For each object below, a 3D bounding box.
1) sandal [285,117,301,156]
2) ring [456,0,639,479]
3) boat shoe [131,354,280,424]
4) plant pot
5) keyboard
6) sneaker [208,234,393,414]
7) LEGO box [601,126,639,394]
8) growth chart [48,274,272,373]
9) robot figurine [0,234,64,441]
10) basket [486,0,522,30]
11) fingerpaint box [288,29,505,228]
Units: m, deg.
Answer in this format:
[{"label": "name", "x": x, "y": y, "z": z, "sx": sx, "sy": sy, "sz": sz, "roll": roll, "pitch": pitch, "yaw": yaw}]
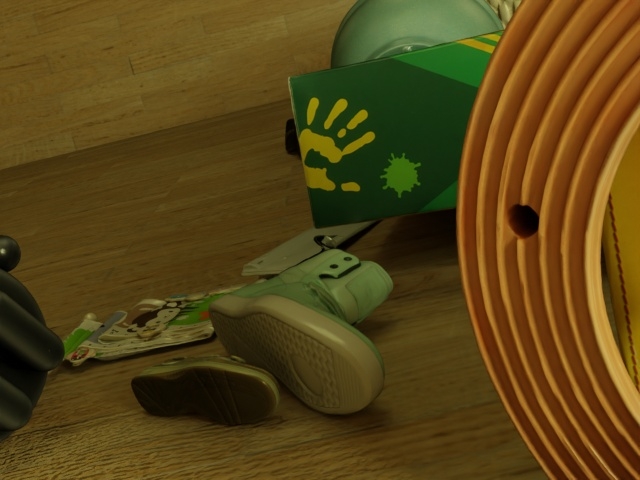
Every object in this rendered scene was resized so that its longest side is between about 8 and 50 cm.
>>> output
[{"label": "sandal", "x": -0.021, "y": -0.205, "z": 1.732, "sx": 0.060, "sy": 0.090, "sz": 0.219, "roll": 4, "pitch": 3, "yaw": -17}, {"label": "ring", "x": 0.198, "y": 0.019, "z": 0.277, "sx": 0.336, "sy": 0.337, "sz": 0.032, "roll": 0, "pitch": 20, "yaw": 40}, {"label": "boat shoe", "x": -0.089, "y": 0.116, "z": 0.713, "sx": 0.153, "sy": 0.056, "sz": 0.048, "roll": -11, "pitch": 19, "yaw": 39}, {"label": "plant pot", "x": 0.149, "y": -0.241, "z": 1.336, "sx": 0.292, "sy": 0.293, "sz": 0.196, "roll": -10, "pitch": 25, "yaw": 13}, {"label": "keyboard", "x": 0.000, "y": 0.000, "z": 1.077, "sx": 0.072, "sy": 0.014, "sz": 0.256, "roll": 2, "pitch": 18, "yaw": 30}, {"label": "sneaker", "x": 0.014, "y": 0.057, "z": 0.735, "sx": 0.151, "sy": 0.094, "sz": 0.256, "roll": -28, "pitch": 17, "yaw": -22}, {"label": "LEGO box", "x": 0.356, "y": -0.039, "z": 0.274, "sx": 0.500, "sy": 0.373, "sz": 0.193, "roll": 0, "pitch": 21, "yaw": 40}, {"label": "growth chart", "x": -0.170, "y": 0.086, "z": 0.946, "sx": 0.237, "sy": 0.021, "sz": 0.172, "roll": -13, "pitch": 15, "yaw": 3}, {"label": "robot figurine", "x": -0.362, "y": 0.101, "z": 0.778, "sx": 0.278, "sy": 0.174, "sz": 0.209, "roll": -2, "pitch": 12, "yaw": 36}, {"label": "basket", "x": 0.437, "y": -0.374, "z": 1.451, "sx": 0.266, "sy": 0.332, "sz": 0.328, "roll": -32, "pitch": 22, "yaw": -32}, {"label": "fingerpaint box", "x": 0.219, "y": -0.143, "z": 0.982, "sx": 0.370, "sy": 0.163, "sz": 0.445, "roll": -8, "pitch": 5, "yaw": 21}]
